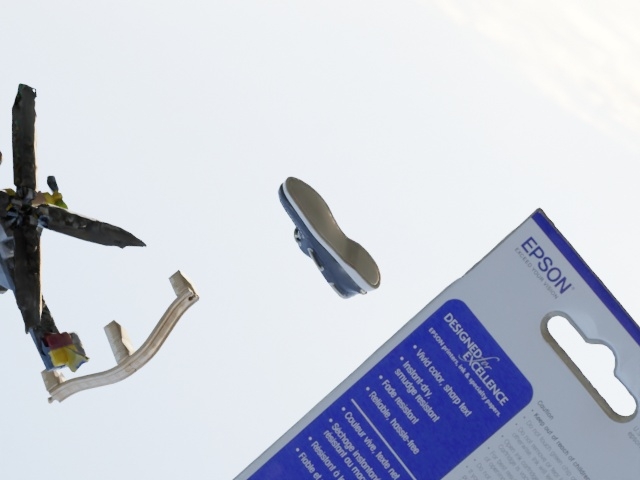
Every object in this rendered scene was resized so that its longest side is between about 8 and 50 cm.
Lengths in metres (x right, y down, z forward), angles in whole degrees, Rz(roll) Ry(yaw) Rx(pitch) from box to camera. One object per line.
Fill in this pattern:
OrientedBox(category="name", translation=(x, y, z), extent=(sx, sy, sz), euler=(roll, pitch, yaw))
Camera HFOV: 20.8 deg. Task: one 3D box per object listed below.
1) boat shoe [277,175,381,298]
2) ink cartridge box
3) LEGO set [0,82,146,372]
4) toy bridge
OrientedBox(category="boat shoe", translation=(0.000, 0.000, 1.434), extent=(0.125, 0.038, 0.046), euler=(47, -146, -27))
OrientedBox(category="ink cartridge box", translation=(0.052, 0.167, 1.014), extent=(0.176, 0.371, 0.069), euler=(52, -162, 16))
OrientedBox(category="LEGO set", translation=(-0.232, -0.072, 0.642), extent=(0.331, 0.192, 0.255), euler=(15, -132, -40))
OrientedBox(category="toy bridge", translation=(-0.200, 0.108, 1.749), extent=(0.026, 0.188, 0.063), euler=(47, -171, -43))
